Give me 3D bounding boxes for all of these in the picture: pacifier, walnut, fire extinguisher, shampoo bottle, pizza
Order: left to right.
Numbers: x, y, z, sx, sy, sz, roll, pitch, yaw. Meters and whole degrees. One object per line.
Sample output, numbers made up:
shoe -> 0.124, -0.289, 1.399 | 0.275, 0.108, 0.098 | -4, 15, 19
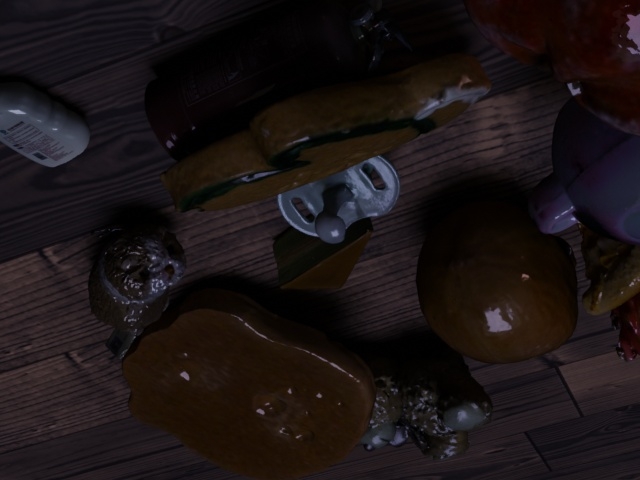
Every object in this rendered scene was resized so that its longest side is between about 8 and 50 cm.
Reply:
shampoo bottle -> -0.310, -0.129, 1.127 | 0.077, 0.045, 0.152 | -23, 146, 26
fire extinguisher -> -0.037, -0.161, 1.082 | 0.268, 0.105, 0.105 | -21, 145, 20
pacifier -> 0.014, -0.047, 1.268 | 0.150, 0.117, 0.127 | -18, 123, 21
walnut -> 0.226, 0.065, 1.414 | 0.203, 0.203, 0.298 | -19, 150, 16
pizza -> 0.358, -0.013, 1.348 | 0.062, 0.161, 0.182 | -1, 153, -25

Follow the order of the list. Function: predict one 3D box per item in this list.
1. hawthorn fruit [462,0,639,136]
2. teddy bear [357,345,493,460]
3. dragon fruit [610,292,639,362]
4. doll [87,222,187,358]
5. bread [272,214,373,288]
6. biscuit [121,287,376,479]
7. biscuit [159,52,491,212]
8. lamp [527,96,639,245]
hawthorn fruit -> 0.263, -0.223, 0.906 | 0.284, 0.284, 0.284 | -6, 148, -4
teddy bear -> 0.117, 0.244, 1.706 | 0.256, 0.156, 0.267 | -2, 156, -8
dragon fruit -> 0.432, 0.046, 1.446 | 0.126, 0.274, 0.161 | 42, 146, -1
doll -> -0.231, 0.057, 1.378 | 0.115, 0.105, 0.221 | 31, 145, 7
bread -> 0.002, -0.003, 1.365 | 0.084, 0.074, 0.139 | 1, 148, -19
biscuit -> -0.104, 0.218, 1.616 | 0.365, 0.062, 0.385 | 28, 138, -14
biscuit -> 0.007, -0.100, 1.097 | 0.343, 0.057, 0.287 | -21, 177, 4
lamp -> 0.366, -0.118, 1.157 | 0.301, 0.248, 0.247 | -11, 160, -40
